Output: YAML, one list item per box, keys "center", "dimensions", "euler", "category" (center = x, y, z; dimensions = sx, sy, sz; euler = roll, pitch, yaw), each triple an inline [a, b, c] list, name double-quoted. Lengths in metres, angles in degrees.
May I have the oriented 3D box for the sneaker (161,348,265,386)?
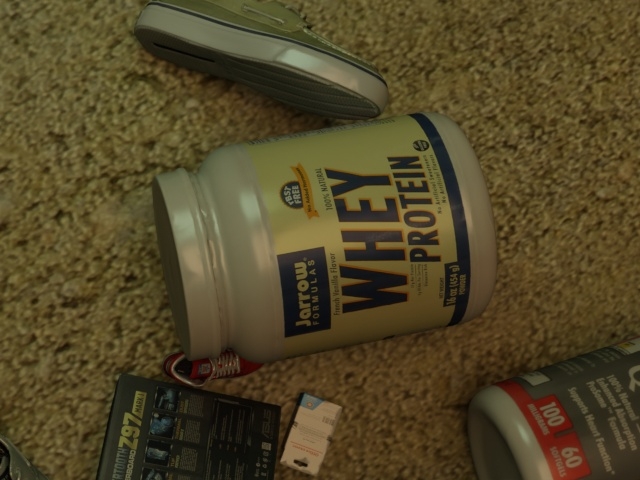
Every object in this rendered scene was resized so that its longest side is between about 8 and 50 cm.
- center: [-0.113, 0.136, 1.550]
  dimensions: [0.118, 0.067, 0.042]
  euler: [-7, 90, -11]
  category: "sneaker"

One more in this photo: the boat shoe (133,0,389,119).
- center: [-0.059, -0.218, 1.538]
  dimensions: [0.302, 0.109, 0.094]
  euler: [21, 74, 15]
  category: "boat shoe"

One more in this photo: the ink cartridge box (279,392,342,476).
- center: [-0.013, 0.217, 1.581]
  dimensions: [0.048, 0.028, 0.083]
  euler: [22, 81, -8]
  category: "ink cartridge box"

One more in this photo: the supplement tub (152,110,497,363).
- center: [0.000, 0.000, 1.499]
  dimensions: [0.325, 0.235, 0.235]
  euler: [-11, 87, -11]
  category: "supplement tub"

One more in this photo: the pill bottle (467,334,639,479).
- center: [0.364, 0.211, 1.560]
  dimensions: [0.363, 0.210, 0.210]
  euler: [-17, 88, -12]
  category: "pill bottle"

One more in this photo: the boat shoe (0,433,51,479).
- center: [-0.347, 0.249, 1.490]
  dimensions: [0.079, 0.081, 0.227]
  euler: [-44, 93, -11]
  category: "boat shoe"

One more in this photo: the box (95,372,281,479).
- center: [-0.143, 0.259, 1.475]
  dimensions: [0.183, 0.059, 0.232]
  euler: [13, 44, -9]
  category: "box"
